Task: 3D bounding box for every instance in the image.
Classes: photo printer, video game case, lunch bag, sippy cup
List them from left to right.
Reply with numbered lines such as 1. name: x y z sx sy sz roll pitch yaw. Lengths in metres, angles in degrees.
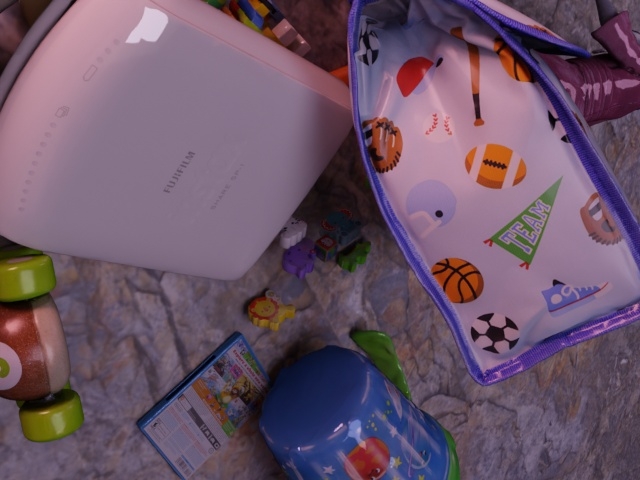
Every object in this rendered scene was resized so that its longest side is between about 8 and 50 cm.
1. photo printer: -0.139 -0.091 0.622 0.307 0.107 0.256 16 118 -50
2. video game case: -0.140 0.212 0.863 0.166 0.015 0.119 -42 129 -24
3. sippy cup: 0.040 0.269 0.908 0.240 0.305 0.224 -32 122 1
4. lunch bag: 0.164 -0.111 0.720 0.238 0.328 0.386 -30 102 16

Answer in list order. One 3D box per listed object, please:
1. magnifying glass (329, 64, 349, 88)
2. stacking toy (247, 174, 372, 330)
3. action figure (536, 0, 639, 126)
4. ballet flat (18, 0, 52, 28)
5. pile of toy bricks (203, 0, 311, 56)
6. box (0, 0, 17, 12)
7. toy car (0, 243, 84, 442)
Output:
1. magnifying glass: 0.086 -0.237 0.898 0.231 0.026 0.092 -31 124 -33
2. stacking toy: 0.000 0.000 0.861 0.221 0.052 0.167 -35 150 -37
3. action figure: 0.376 -0.221 0.983 0.370 0.276 0.248 -16 142 -7
4. ballet flat: -0.236 -0.266 0.568 0.073 0.080 0.232 6 100 -15
5. pile of toy bricks: -0.113 -0.231 0.676 0.105 0.118 0.212 -40 153 12
6. box: -0.264 -0.211 0.475 0.275 0.094 0.113 -38 112 -7
7. toy car: -0.319 0.100 0.579 0.188 0.149 0.155 -13 103 -26
